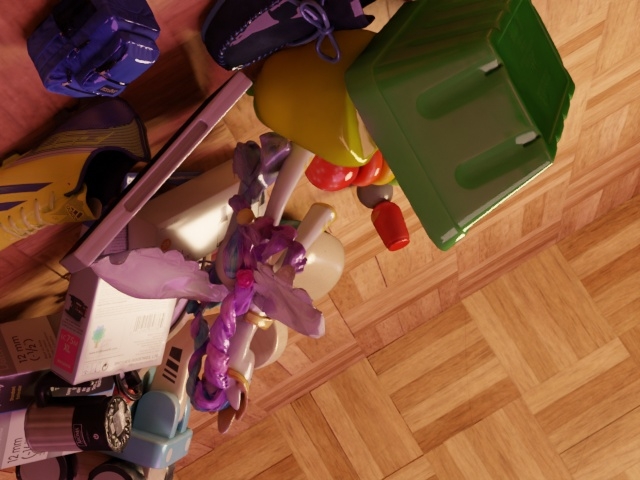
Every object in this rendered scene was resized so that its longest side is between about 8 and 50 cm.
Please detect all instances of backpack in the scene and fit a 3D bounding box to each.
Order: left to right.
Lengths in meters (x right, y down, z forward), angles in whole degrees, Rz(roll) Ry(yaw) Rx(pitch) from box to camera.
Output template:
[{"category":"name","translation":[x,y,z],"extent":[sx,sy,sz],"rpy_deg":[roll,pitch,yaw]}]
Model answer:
[{"category":"backpack","translation":[-0.233,-0.194,1.235],"extent":[0.120,0.101,0.098],"rpy_deg":[-34,157,22]}]

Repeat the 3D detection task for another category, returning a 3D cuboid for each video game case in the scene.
[{"category":"video game case","translation":[-0.202,-0.077,1.464],"extent":[0.285,0.025,0.204],"rpy_deg":[-50,-170,-14]}]

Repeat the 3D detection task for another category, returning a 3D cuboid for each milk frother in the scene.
[{"category":"milk frother","translation":[-0.346,0.246,1.814],"extent":[0.134,0.129,0.143],"rpy_deg":[-3,-179,17]}]

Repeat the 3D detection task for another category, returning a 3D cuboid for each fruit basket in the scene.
[{"category":"fruit basket","translation":[0.104,-0.163,1.545],"extent":[0.392,0.283,0.392],"rpy_deg":[-29,-166,8]}]

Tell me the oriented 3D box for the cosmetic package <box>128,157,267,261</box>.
[{"category":"cosmetic package","translation":[-0.169,-0.033,1.734],"extent":[0.239,0.060,0.099],"rpy_deg":[-33,135,-44]}]

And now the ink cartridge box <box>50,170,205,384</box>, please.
[{"category":"ink cartridge box","translation":[-0.272,0.041,1.742],"extent":[0.186,0.065,0.311],"rpy_deg":[-6,117,-56]}]

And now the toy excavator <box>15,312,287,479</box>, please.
[{"category":"toy excavator","translation":[-0.312,0.286,2.283],"extent":[0.222,0.433,0.445],"rpy_deg":[-9,113,-77]}]

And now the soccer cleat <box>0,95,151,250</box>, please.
[{"category":"soccer cleat","translation":[-0.319,-0.055,1.445],"extent":[0.289,0.121,0.093],"rpy_deg":[-37,162,19]}]

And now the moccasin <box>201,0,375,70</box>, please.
[{"category":"moccasin","translation":[0.020,-0.290,1.368],"extent":[0.342,0.117,0.137],"rpy_deg":[-35,163,14]}]

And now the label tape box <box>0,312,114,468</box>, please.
[{"category":"label tape box","translation":[-0.498,0.244,1.867],"extent":[0.347,0.115,0.249],"rpy_deg":[-10,141,-31]}]

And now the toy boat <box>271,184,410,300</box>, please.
[{"category":"toy boat","translation":[0.000,0.000,2.189],"extent":[0.318,0.148,0.267],"rpy_deg":[-25,159,6]}]

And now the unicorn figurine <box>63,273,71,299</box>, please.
[{"category":"unicorn figurine","translation":[-0.337,0.063,1.898],"extent":[0.111,0.060,0.162],"rpy_deg":[-24,178,-26]}]

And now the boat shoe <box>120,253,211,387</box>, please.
[{"category":"boat shoe","translation":[-0.287,0.111,1.999],"extent":[0.103,0.113,0.302],"rpy_deg":[24,110,-28]}]

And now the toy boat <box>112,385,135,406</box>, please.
[{"category":"toy boat","translation":[-0.421,0.234,2.108],"extent":[0.231,0.151,0.151],"rpy_deg":[-23,145,-27]}]

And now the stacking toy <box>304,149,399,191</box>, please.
[{"category":"stacking toy","translation":[0.110,-0.139,1.983],"extent":[0.330,0.141,0.141],"rpy_deg":[-11,155,-35]}]

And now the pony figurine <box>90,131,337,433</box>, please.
[{"category":"pony figurine","translation":[-0.098,0.041,1.615],"extent":[0.351,0.302,0.363],"rpy_deg":[74,33,-60]}]
